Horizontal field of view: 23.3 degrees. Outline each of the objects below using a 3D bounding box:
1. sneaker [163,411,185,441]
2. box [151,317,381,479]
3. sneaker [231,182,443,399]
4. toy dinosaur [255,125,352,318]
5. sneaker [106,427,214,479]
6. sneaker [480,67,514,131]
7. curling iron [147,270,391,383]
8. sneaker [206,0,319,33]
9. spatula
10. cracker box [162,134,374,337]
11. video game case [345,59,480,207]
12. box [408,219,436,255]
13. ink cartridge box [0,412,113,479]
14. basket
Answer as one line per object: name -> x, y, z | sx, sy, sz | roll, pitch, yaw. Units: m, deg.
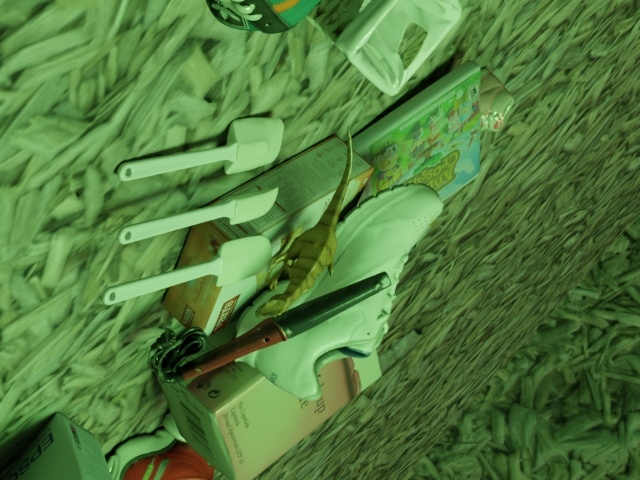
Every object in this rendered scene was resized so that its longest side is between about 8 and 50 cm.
sneaker -> -0.124, 0.202, 1.989 | 0.170, 0.063, 0.075 | -18, 152, -50
box -> -0.060, 0.151, 1.835 | 0.232, 0.127, 0.149 | -37, 138, -22
sneaker -> 0.038, 0.059, 1.737 | 0.297, 0.129, 0.111 | -45, 162, -11
toy dinosaur -> 0.000, 0.000, 1.609 | 0.211, 0.064, 0.112 | -65, -175, -18
sneaker -> -0.173, 0.299, 1.989 | 0.279, 0.118, 0.107 | -22, 150, -55
sneaker -> 0.189, -0.155, 1.966 | 0.134, 0.070, 0.051 | -41, 164, -19
curling iron -> -0.054, 0.091, 1.646 | 0.274, 0.035, 0.068 | -18, 141, 0
sneaker -> -0.054, -0.212, 1.188 | 0.121, 0.108, 0.302 | -59, 162, 19
spatula -> -0.118, -0.028, 1.491 | 0.242, 0.019, 0.168 | -14, 120, -50
cracker box -> -0.056, -0.004, 1.703 | 0.232, 0.067, 0.156 | -31, 156, -42
video game case -> 0.113, -0.095, 1.886 | 0.212, 0.023, 0.193 | -36, 145, -23
box -> 0.102, 0.016, 2.200 | 0.136, 0.028, 0.081 | -52, 163, 19
ink cartridge box -> -0.319, 0.375, 1.556 | 0.324, 0.071, 0.330 | -49, -155, 4
basket -> 0.046, -0.219, 1.423 | 0.113, 0.103, 0.167 | -49, 162, 4
